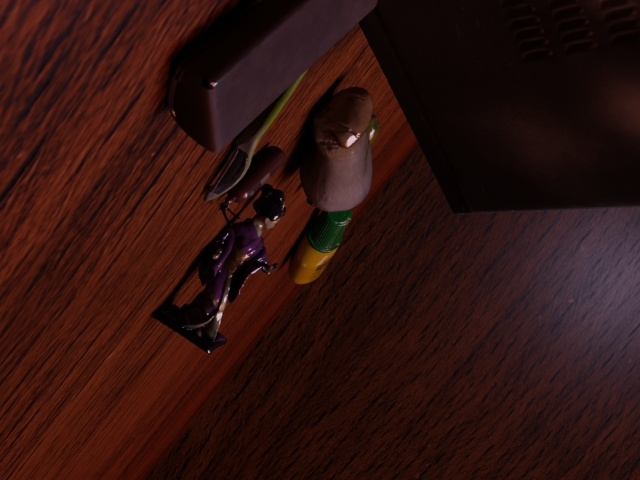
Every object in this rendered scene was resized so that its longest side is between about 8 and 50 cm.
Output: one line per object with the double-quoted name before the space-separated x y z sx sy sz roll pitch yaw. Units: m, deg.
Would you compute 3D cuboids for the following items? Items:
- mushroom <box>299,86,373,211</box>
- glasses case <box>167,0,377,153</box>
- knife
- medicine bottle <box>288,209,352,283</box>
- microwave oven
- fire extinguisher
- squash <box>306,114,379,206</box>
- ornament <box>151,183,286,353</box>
"mushroom" 0.018 -0.103 1.081 0.225 0.093 0.116 63 44 -76
"glasses case" -0.022 -0.139 0.588 0.191 0.042 0.072 -48 168 -30
"knife" -0.053 -0.097 0.778 0.026 0.022 0.184 -6 144 -46
"medicine bottle" 0.000 0.000 1.830 0.111 0.076 0.309 -56 178 -25
"microwave oven" 0.299 -0.244 0.781 0.374 0.236 0.432 -1 -142 46
"fire extinguisher" -0.077 -0.055 0.903 0.046 0.032 0.100 -2 -144 47
"squash" 0.029 -0.115 1.275 0.052 0.052 0.183 -46 173 -47
"ornament" -0.095 0.033 1.051 0.203 0.081 0.088 -51 176 6
